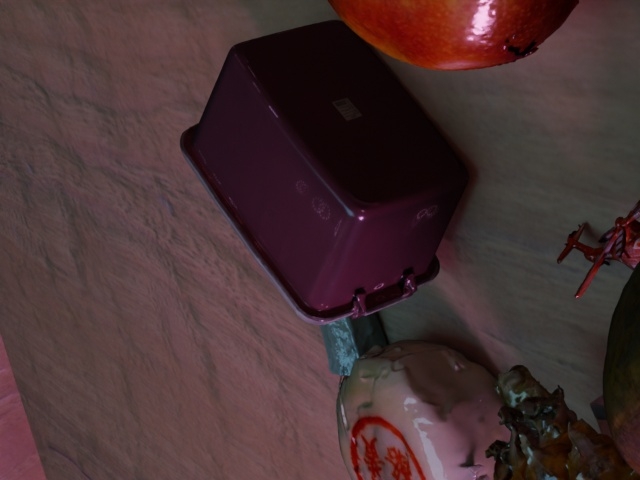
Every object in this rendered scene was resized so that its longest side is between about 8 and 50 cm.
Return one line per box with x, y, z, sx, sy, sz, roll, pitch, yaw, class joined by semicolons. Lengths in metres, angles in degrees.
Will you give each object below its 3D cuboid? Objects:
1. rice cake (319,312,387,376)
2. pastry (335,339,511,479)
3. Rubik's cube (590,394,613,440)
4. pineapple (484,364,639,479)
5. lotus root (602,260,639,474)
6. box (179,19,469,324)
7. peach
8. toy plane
0.000;0.000;1.617;0.066;0.063;0.336;-6;104;53;rice cake
0.120;0.226;1.510;0.265;0.133;0.264;40;139;45;pastry
0.284;0.156;1.215;0.075;0.084;0.073;-14;104;46;Rubik's cube
0.184;0.274;1.195;0.286;0.209;0.344;51;169;20;pineapple
0.321;0.056;0.883;0.250;0.250;0.346;59;150;14;lotus root
0.006;-0.080;1.410;0.294;0.193;0.167;53;145;24;box
0.104;-0.245;1.072;0.231;0.231;0.231;41;144;40;peach
0.253;0.017;1.142;0.077;0.126;0.194;38;151;-7;toy plane
